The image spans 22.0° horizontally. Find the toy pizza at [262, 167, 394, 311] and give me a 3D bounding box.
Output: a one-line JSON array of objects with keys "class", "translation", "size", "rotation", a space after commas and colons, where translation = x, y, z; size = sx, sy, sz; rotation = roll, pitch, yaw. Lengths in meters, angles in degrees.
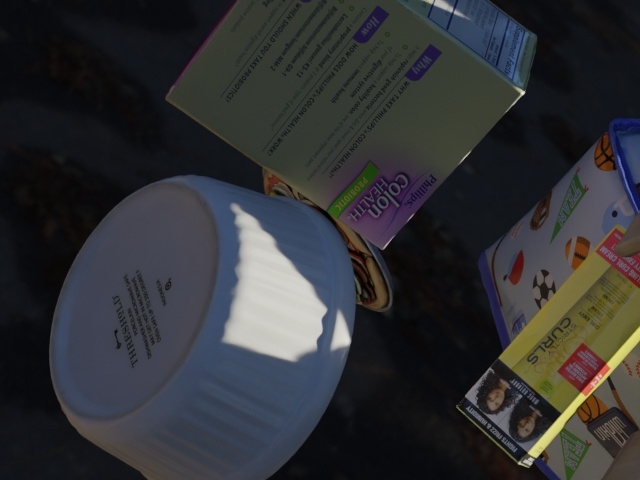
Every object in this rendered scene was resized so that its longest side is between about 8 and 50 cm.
[{"class": "toy pizza", "translation": [0.000, 0.000, 1.713], "size": [0.201, 0.032, 0.201], "rotation": [45, -18, 19]}]

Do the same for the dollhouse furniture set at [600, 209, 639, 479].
[{"class": "dollhouse furniture set", "translation": [0.437, 0.090, 1.335], "size": [0.362, 0.256, 0.394], "rotation": [43, 64, -8]}]

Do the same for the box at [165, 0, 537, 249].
[{"class": "box", "translation": [0.028, -0.153, 1.454], "size": [0.243, 0.213, 0.117], "rotation": [35, 34, -8]}]

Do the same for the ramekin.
[{"class": "ramekin", "translation": [-0.109, 0.070, 1.360], "size": [0.127, 0.273, 0.273], "rotation": [28, 25, -39]}]

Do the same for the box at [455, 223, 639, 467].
[{"class": "box", "translation": [0.238, 0.101, 1.558], "size": [0.087, 0.232, 0.058], "rotation": [43, 2, 19]}]

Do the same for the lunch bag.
[{"class": "lunch bag", "translation": [0.357, 0.108, 1.782], "size": [0.239, 0.328, 0.385], "rotation": [-3, 65, -25]}]
